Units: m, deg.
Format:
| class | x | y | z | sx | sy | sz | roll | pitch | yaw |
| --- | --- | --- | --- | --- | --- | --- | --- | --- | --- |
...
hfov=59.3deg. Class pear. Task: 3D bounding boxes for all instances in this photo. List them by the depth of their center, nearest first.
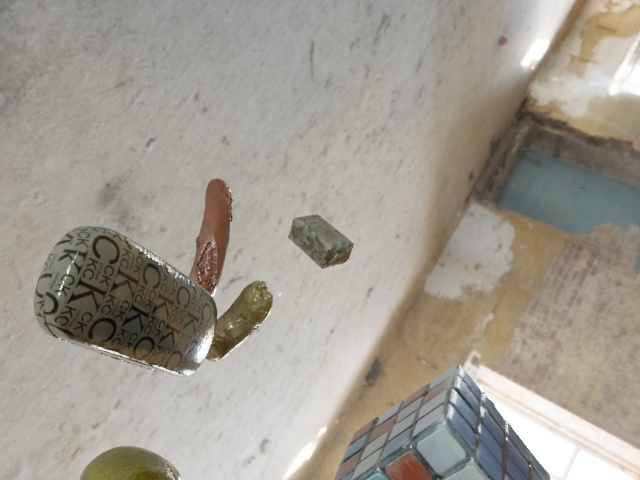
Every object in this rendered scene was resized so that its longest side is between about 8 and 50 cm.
| class | x | y | z | sx | sy | sz | roll | pitch | yaw |
| --- | --- | --- | --- | --- | --- | --- | --- | --- | --- |
| pear | -0.372 | 0.531 | 1.129 | 0.188 | 0.211 | 0.229 | -34 | -123 | 57 |

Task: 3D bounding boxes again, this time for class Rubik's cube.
| class | x | y | z | sx | sy | sz | roll | pitch | yaw |
| --- | --- | --- | --- | --- | --- | --- | --- | --- | --- |
| Rubik's cube | 0.192 | 0.395 | 0.893 | 0.253 | 0.259 | 0.256 | -42 | 174 | 18 |

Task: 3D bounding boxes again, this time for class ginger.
| class | x | y | z | sx | sy | sz | roll | pitch | yaw |
| --- | --- | --- | --- | --- | --- | --- | --- | --- | --- |
| ginger | -0.157 | 0.155 | 1.058 | 0.190 | 0.069 | 0.095 | -48 | 155 | 1 |

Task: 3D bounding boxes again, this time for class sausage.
| class | x | y | z | sx | sy | sz | roll | pitch | yaw |
| --- | --- | --- | --- | --- | --- | --- | --- | --- | --- |
| sausage | -0.251 | 0.004 | 1.293 | 0.079 | 0.087 | 0.327 | 29 | 55 | -38 |

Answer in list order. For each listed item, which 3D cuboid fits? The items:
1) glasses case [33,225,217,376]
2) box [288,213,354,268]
| class | x | y | z | sx | sy | sz | roll | pitch | yaw |
| --- | --- | --- | --- | --- | --- | --- | --- | --- | --- |
| glasses case | -0.236 | 0.095 | 0.750 | 0.355 | 0.085 | 0.137 | 55 | 47 | -64 |
| box | 0.000 | 0.000 | 0.894 | 0.062 | 0.098 | 0.045 | -10 | 130 | -39 |
